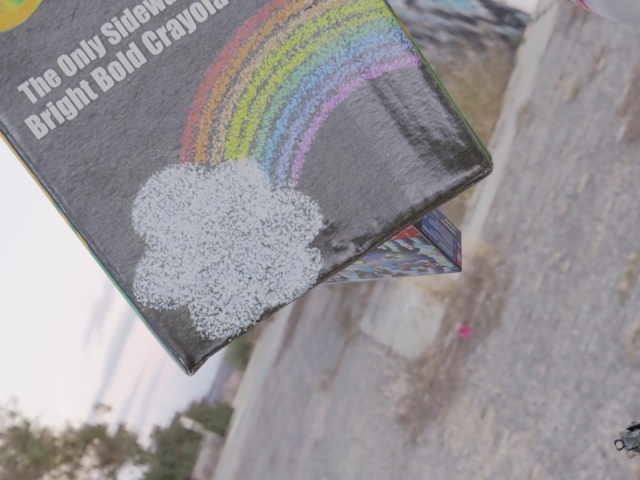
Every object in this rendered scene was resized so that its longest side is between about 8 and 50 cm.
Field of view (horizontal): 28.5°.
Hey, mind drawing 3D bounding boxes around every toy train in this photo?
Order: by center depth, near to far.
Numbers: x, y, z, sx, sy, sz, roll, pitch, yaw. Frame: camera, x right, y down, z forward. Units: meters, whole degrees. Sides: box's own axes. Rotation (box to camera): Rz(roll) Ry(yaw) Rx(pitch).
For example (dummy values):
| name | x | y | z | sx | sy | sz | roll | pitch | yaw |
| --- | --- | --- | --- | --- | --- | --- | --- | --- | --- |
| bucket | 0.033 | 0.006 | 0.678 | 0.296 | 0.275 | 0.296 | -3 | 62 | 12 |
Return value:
| name | x | y | z | sx | sy | sz | roll | pitch | yaw |
| --- | --- | --- | --- | --- | --- | --- | --- | --- | --- |
| toy train | 0.307 | 0.137 | 0.991 | 0.036 | 0.158 | 0.027 | 55 | -163 | -72 |

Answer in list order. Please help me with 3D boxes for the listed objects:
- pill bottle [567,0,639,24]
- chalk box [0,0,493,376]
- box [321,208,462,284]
| name | x | y | z | sx | sy | sz | roll | pitch | yaw |
| --- | --- | --- | --- | --- | --- | --- | --- | --- | --- |
| pill bottle | 0.139 | -0.202 | 0.737 | 0.180 | 0.108 | 0.108 | 41 | 116 | 50 |
| chalk box | -0.057 | -0.085 | 0.460 | 0.132 | 0.213 | 0.132 | -34 | 11 | 3 |
| box | 0.000 | 0.000 | 0.697 | 0.094 | 0.137 | 0.027 | 37 | -130 | -60 |
